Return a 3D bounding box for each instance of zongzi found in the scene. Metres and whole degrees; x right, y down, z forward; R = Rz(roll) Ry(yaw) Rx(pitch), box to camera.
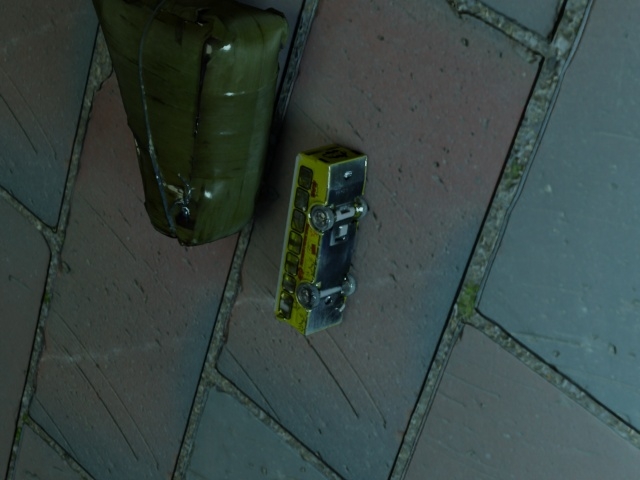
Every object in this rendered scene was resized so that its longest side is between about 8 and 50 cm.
[{"bbox_3d":[-0.212,-0.190,2.039,0.360,0.160,0.323,31,122,33],"label":"zongzi"}]

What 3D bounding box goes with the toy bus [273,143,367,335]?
[{"bbox_3d":[0.000,0.000,1.954,0.074,0.081,0.226,27,121,34],"label":"toy bus"}]
